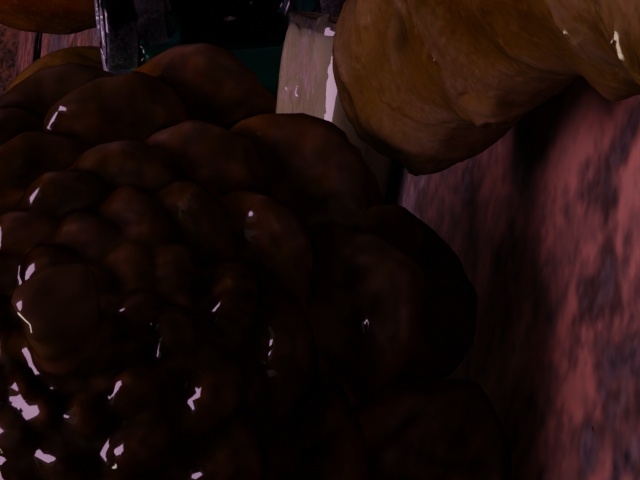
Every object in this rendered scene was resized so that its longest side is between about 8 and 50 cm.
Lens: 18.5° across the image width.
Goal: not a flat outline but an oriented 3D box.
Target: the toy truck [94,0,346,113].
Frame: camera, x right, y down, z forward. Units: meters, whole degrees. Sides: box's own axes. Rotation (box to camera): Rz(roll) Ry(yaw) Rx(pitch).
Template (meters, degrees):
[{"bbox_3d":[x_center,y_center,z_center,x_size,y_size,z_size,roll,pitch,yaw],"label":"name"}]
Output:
[{"bbox_3d":[-0.055,-0.081,0.961,0.216,0.110,0.116,-125,30,-70],"label":"toy truck"}]

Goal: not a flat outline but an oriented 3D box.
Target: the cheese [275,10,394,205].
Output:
[{"bbox_3d":[0.000,0.000,0.823,0.097,0.037,0.192,-141,56,-72],"label":"cheese"}]

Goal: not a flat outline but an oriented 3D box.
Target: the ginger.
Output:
[{"bbox_3d":[0.064,-0.065,0.517,0.299,0.065,0.118,-151,63,-73],"label":"ginger"}]

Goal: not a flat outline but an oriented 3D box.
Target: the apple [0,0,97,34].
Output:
[{"bbox_3d":[-0.190,-0.257,1.390,0.230,0.230,0.230,-175,90,-77],"label":"apple"}]

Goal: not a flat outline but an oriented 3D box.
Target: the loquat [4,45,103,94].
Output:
[{"bbox_3d":[-0.153,-0.055,1.313,0.163,0.137,0.163,18,-90,-87],"label":"loquat"}]

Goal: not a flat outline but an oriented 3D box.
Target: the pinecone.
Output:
[{"bbox_3d":[-0.057,0.068,0.679,0.309,0.244,0.244,68,-155,-82],"label":"pinecone"}]
